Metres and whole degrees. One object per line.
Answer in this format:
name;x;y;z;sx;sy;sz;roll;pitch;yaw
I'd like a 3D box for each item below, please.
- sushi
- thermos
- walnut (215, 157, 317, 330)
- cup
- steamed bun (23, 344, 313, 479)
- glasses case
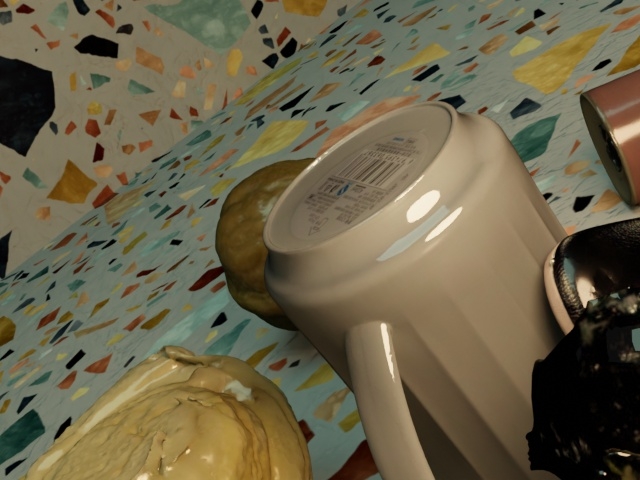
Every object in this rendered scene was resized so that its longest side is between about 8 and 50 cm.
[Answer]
sushi;0.253;0.165;0.687;0.238;0.225;0.218;-38;39;45
thermos;0.453;-0.154;1.228;0.265;0.146;0.176;-24;16;9
walnut;0.000;0.000;1.421;0.283;0.227;0.283;-19;33;13
cup;0.107;0.089;0.910;0.237;0.327;0.322;-20;29;35
steamed bun;-0.159;0.279;1.020;0.325;0.230;0.372;-28;19;16
glasses case;0.305;0.037;0.881;0.314;0.122;0.075;-8;-22;-37
